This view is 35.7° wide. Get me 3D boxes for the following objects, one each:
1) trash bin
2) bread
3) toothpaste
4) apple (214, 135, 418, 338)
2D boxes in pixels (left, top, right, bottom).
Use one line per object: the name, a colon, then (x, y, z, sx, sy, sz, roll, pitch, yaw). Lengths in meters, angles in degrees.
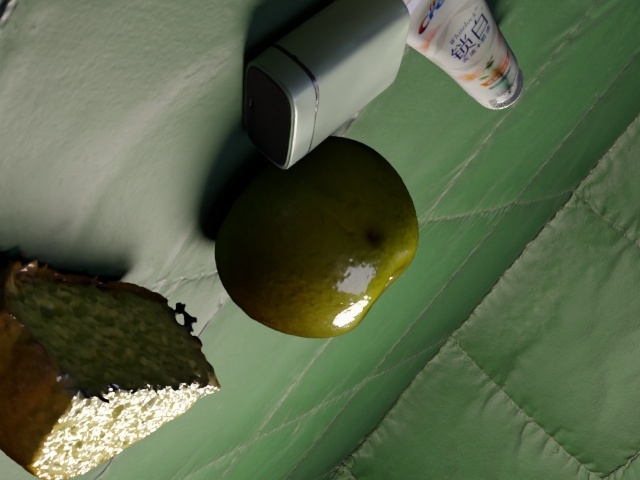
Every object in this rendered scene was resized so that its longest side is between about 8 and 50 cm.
trash bin: (0.004, -0.133, 0.801, 0.130, 0.059, 0.116, -40, 164, -22)
bread: (-0.193, 0.105, 0.761, 0.134, 0.129, 0.260, -43, 163, 12)
toothpaste: (0.142, -0.200, 0.984, 0.100, 0.066, 0.323, -51, 158, 8)
apple: (0.000, 0.000, 0.932, 0.196, 0.157, 0.196, -48, 172, -9)
